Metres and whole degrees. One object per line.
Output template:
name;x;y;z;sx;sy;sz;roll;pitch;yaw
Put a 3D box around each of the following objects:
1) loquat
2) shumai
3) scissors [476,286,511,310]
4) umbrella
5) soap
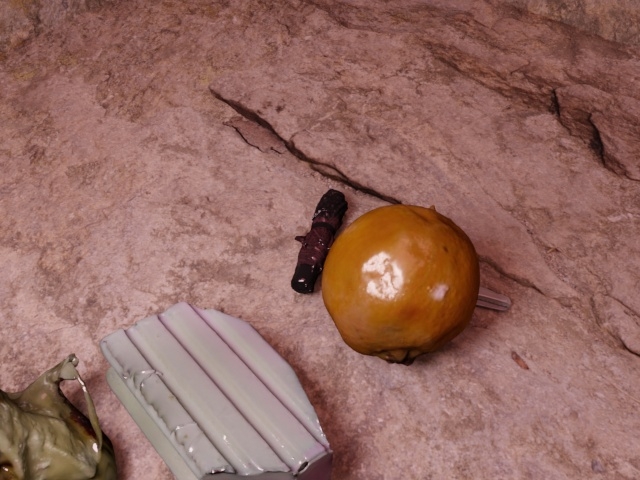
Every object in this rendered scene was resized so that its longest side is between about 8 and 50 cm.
loquat;0.162;0.086;1.199;0.328;0.328;0.328;-1;49;1
shumai;-0.523;0.375;0.989;0.348;0.395;0.395;0;43;-34
scissors;0.314;0.114;1.357;0.242;0.030;0.118;17;53;18
umbrella;0.000;0.000;1.424;0.090;0.094;0.326;-9;42;30
soap;-0.182;0.302;1.087;0.261;0.156;0.446;-23;46;-38
